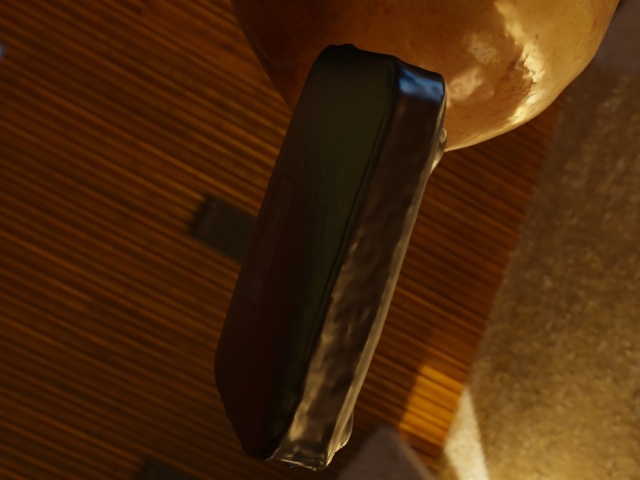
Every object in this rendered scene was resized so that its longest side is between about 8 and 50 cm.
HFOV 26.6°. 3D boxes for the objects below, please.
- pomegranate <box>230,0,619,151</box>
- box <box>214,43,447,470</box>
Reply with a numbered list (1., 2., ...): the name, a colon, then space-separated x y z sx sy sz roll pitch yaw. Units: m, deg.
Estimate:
1. pomegranate: 0.112 -0.273 1.319 0.416 0.417 0.416 -52 -160 28
2. box: 0.000 0.000 0.985 0.290 0.073 0.289 -138 -114 -76
